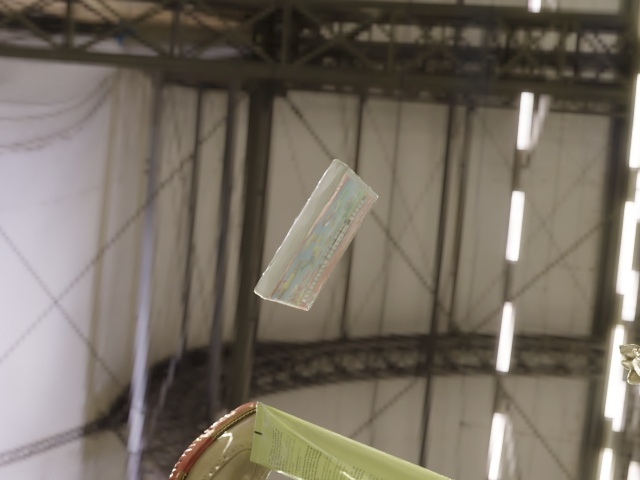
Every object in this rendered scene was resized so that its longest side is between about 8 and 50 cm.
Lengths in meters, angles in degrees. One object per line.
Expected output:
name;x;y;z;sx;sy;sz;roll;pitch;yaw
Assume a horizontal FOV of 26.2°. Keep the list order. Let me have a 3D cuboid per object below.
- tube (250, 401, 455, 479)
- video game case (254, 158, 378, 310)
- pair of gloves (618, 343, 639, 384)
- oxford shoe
tube;0.040;0.237;1.403;0.062;0.240;0.070;19;-90;-76
video game case;0.000;0.000;1.907;0.204;0.025;0.285;-58;-12;0
pair of gloves;0.476;0.195;1.685;0.240;0.204;0.042;44;-115;-53
oxford shoe;-0.109;0.319;1.439;0.348;0.130;0.123;-57;-36;-35
